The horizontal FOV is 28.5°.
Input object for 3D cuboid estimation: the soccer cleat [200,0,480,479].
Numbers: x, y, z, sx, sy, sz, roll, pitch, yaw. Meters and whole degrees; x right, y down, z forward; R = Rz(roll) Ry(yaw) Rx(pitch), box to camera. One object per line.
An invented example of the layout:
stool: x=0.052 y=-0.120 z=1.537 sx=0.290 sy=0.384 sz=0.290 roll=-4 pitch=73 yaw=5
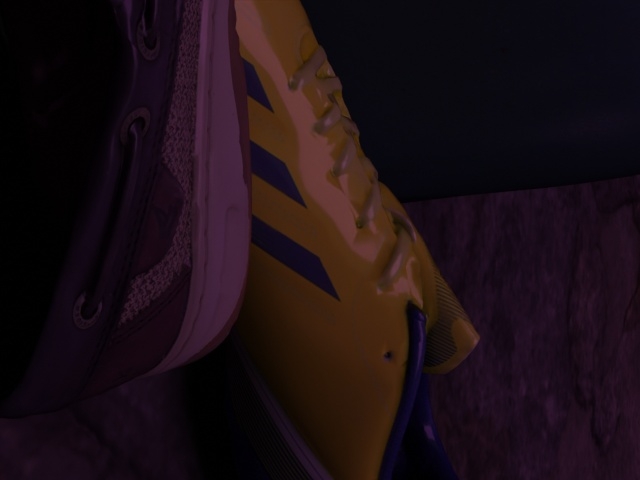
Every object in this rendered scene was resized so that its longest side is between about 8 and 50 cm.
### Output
soccer cleat: x=0.001 y=0.000 z=0.465 sx=0.093 sy=0.121 sz=0.289 roll=-44 pitch=128 yaw=-50

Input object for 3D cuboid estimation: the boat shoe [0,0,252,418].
boat shoe: x=-0.079 y=-0.085 z=0.348 sx=0.092 sy=0.102 sz=0.285 roll=-36 pitch=128 yaw=-60

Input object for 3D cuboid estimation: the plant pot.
plant pot: x=0.135 y=-0.163 z=0.581 sx=0.293 sy=0.235 sz=0.293 roll=-2 pitch=92 yaw=-60
